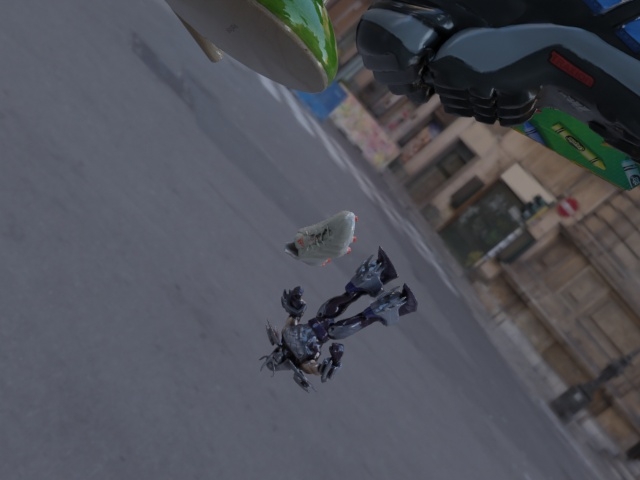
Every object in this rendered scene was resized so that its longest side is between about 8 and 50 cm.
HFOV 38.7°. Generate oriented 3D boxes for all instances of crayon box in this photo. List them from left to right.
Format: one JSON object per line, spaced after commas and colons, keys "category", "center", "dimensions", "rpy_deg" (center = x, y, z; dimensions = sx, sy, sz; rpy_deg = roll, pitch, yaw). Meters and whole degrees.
{"category": "crayon box", "center": [0.297, -0.193, 1.099], "dimensions": [0.279, 0.081, 0.165], "rpy_deg": [23, 51, -25]}

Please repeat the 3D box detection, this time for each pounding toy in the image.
{"category": "pounding toy", "center": [-0.059, -0.229, 0.790], "dimensions": [0.237, 0.110, 0.183], "rpy_deg": [26, -9, 46]}

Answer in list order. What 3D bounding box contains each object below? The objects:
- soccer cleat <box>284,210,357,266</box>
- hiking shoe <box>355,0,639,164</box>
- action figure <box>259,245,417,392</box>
{"category": "soccer cleat", "center": [0.000, 0.000, 1.487], "dimensions": [0.076, 0.068, 0.196], "rpy_deg": [12, -21, -18]}
{"category": "hiking shoe", "center": [0.174, -0.105, 0.448], "dimensions": [0.304, 0.132, 0.113], "rpy_deg": [18, 1, 5]}
{"category": "action figure", "center": [0.016, 0.137, 1.534], "dimensions": [0.185, 0.285, 0.099], "rpy_deg": [55, -4, 28]}
